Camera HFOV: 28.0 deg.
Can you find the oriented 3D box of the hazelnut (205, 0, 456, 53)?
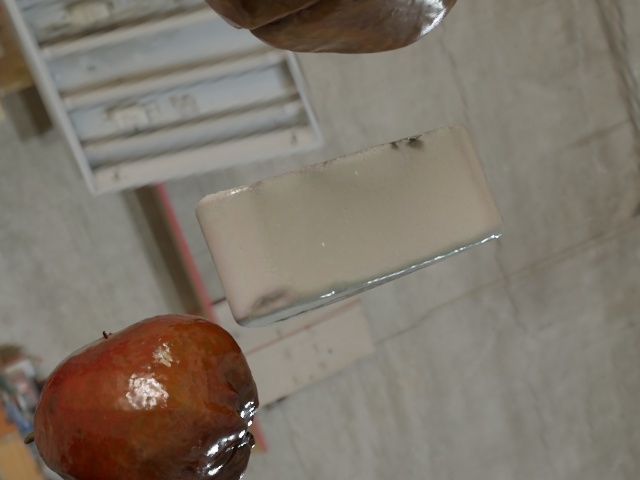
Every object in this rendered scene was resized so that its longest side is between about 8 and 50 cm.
[{"bbox_3d":[0.007,-0.386,1.519,0.315,0.372,0.372,-62,-139,31],"label":"hazelnut"}]

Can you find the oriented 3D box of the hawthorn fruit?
[{"bbox_3d":[-0.195,0.190,1.350,0.224,0.260,0.224,0,90,-79],"label":"hawthorn fruit"}]

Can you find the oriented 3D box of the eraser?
[{"bbox_3d":[0.000,0.000,1.437,0.331,0.331,0.150,150,-79,-80],"label":"eraser"}]
